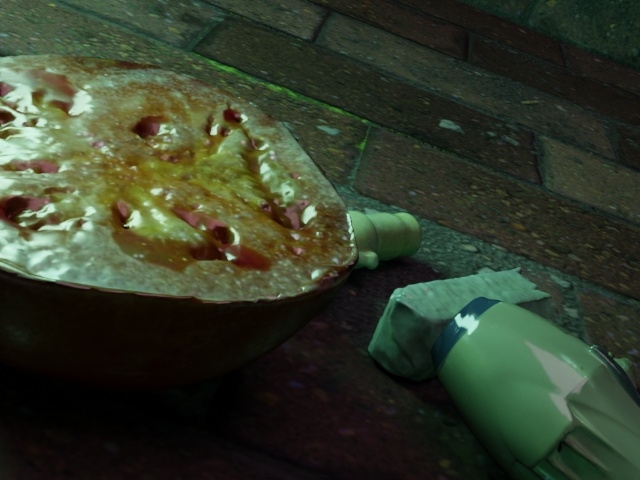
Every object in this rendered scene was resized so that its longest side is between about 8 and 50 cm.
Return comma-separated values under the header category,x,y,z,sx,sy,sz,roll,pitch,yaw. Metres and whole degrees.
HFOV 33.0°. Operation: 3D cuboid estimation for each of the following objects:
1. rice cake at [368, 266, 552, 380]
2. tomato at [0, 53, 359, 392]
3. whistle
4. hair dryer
category,x,y,z,sx,sy,sz,roll,pitch,yaw
rice cake,0.124,0.070,0.927,0.206,0.069,0.063,-3,32,-47
tomato,-0.153,-0.003,0.763,0.338,0.144,0.338,14,29,-8
whistle,0.000,0.000,0.970,0.258,0.067,0.126,-4,36,-47
hair dryer,0.250,0.171,0.813,0.298,0.119,0.296,15,29,-45
